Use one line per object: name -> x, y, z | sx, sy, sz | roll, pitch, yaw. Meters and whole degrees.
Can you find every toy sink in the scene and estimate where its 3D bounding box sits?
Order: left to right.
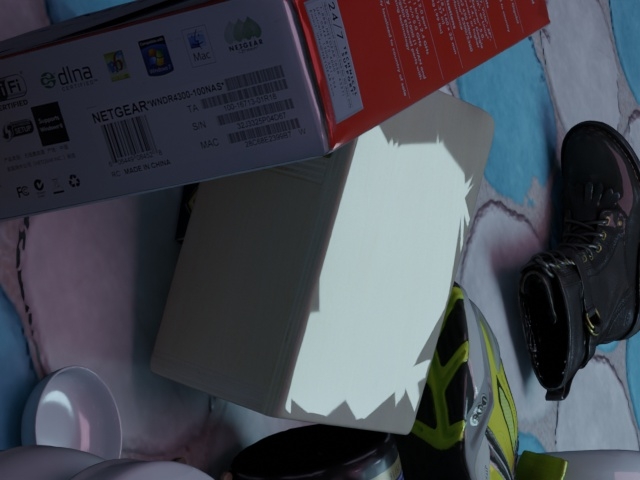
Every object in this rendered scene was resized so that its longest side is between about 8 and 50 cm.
toy sink -> 0.000, 0.000, 1.159 | 0.153, 0.131, 0.234 | 14, 91, -51

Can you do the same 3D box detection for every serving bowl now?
serving bowl -> -0.160, 0.121, 1.057 | 0.083, 0.027, 0.083 | 25, 61, -54

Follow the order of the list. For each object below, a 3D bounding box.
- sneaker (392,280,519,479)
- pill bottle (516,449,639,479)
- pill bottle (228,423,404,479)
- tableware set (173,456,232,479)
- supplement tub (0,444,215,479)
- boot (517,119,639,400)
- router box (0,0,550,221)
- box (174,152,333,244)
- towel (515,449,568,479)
sneaker -> 0.109, 0.220, 1.363 | 0.147, 0.145, 0.385 | 31, 58, -52
pill bottle -> 0.232, 0.351, 1.490 | 0.181, 0.181, 0.323 | 17, 67, -56
pill bottle -> 0.014, 0.249, 1.211 | 0.123, 0.122, 0.219 | -29, 109, -58
tableware set -> -0.093, 0.224, 1.095 | 0.194, 0.039, 0.128 | -37, 114, -67
supplement tub -> -0.174, 0.194, 0.775 | 0.191, 0.272, 0.191 | 23, 63, -54
boot -> 0.262, 0.014, 1.722 | 0.229, 0.091, 0.263 | -15, 97, -60
router box -> -0.080, -0.095, 0.954 | 0.301, 0.335, 0.082 | -34, 111, -58
box -> -0.018, -0.035, 1.310 | 0.220, 0.051, 0.175 | 39, 50, -47
towel -> 0.148, 0.288, 1.384 | 0.021, 0.102, 0.237 | 22, 84, -11
